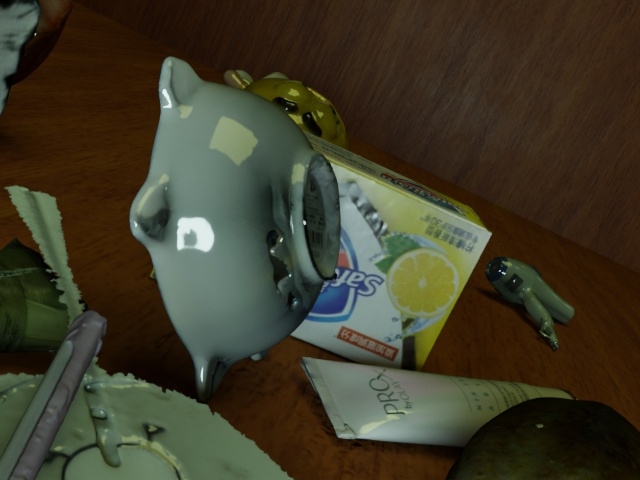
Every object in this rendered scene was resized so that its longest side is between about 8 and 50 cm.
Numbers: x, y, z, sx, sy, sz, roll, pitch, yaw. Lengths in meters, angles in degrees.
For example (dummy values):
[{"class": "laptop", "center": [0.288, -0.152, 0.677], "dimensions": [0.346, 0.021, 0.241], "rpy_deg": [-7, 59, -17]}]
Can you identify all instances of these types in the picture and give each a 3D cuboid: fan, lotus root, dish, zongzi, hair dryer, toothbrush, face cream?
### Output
[{"class": "fan", "center": [-0.111, 0.090, 0.407], "dimensions": [0.233, 0.012, 0.414], "rpy_deg": [17, 26, -36]}, {"class": "lotus root", "center": [0.140, 0.161, 0.475], "dimensions": [0.124, 0.123, 0.241], "rpy_deg": [22, 9, 24]}, {"class": "dish", "center": [-0.037, -0.004, 0.564], "dimensions": [0.086, 0.228, 0.236], "rpy_deg": [-4, -33, 17]}, {"class": "zongzi", "center": [-0.211, 0.023, 0.493], "dimensions": [0.104, 0.052, 0.113], "rpy_deg": [15, 24, -51]}, {"class": "hair dryer", "center": [0.344, 0.110, 1.196], "dimensions": [0.167, 0.067, 0.199], "rpy_deg": [23, 23, -34]}, {"class": "toothbrush", "center": [-0.118, 0.121, 0.272], "dimensions": [0.029, 0.024, 0.354], "rpy_deg": [33, 20, -14]}, {"class": "face cream", "center": [0.104, 0.137, 0.653], "dimensions": [0.244, 0.058, 0.092], "rpy_deg": [11, 23, -27]}]

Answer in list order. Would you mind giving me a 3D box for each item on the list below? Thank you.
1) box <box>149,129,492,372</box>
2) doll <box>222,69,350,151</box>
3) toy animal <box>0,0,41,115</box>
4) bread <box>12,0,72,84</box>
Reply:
[{"class": "box", "center": [0.000, 0.000, 0.741], "dimensions": [0.265, 0.168, 0.097], "rpy_deg": [25, 11, -8]}, {"class": "doll", "center": [-0.035, -0.176, 1.379], "dimensions": [0.348, 0.161, 0.423], "rpy_deg": [32, 11, -40]}, {"class": "toy animal", "center": [-0.385, -0.162, 0.612], "dimensions": [0.267, 0.212, 0.212], "rpy_deg": [23, 13, 5]}, {"class": "bread", "center": [-0.422, -0.309, 0.835], "dimensions": [0.295, 0.327, 0.114], "rpy_deg": [-14, 8, 9]}]
